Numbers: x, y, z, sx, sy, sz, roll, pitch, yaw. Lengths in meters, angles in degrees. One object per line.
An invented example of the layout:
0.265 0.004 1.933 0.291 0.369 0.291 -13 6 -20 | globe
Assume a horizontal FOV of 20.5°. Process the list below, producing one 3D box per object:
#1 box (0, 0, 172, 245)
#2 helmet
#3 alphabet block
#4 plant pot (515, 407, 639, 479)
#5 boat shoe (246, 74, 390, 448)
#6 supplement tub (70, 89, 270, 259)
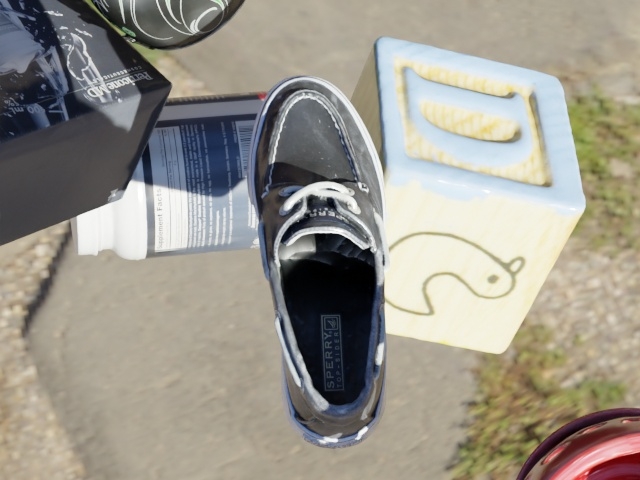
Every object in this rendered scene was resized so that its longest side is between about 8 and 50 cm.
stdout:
-0.393 -0.158 1.842 0.312 0.343 0.179 44 130 18 | box
-0.162 -0.290 1.777 0.169 0.161 0.169 -13 50 16 | helmet
0.111 -0.041 1.625 0.192 0.193 0.197 12 132 -11 | alphabet block
0.211 0.206 1.159 0.191 0.174 0.191 0 91 2 | plant pot
0.000 0.000 1.324 0.108 0.102 0.301 -2 67 -2 | boat shoe
-0.163 -0.077 2.118 0.272 0.191 0.191 -5 94 -11 | supplement tub
